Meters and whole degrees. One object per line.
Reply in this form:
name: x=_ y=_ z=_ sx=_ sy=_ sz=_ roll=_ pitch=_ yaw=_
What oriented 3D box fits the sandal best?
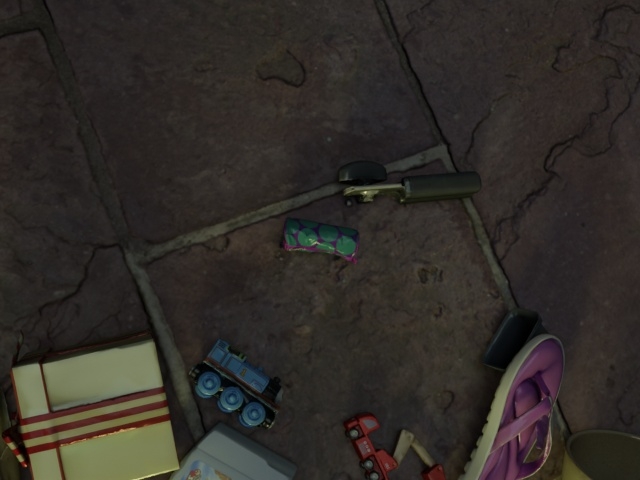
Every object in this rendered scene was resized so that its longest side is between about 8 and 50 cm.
sandal: x=0.375 y=0.378 z=1.565 sx=0.169 sy=0.102 sz=0.416 roll=29 pitch=85 yaw=-42

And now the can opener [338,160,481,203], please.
can opener: x=0.177 y=-0.125 z=1.683 sx=0.283 sy=0.076 sz=0.095 roll=-6 pitch=80 yaw=-12

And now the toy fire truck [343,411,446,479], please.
toy fire truck: x=0.140 y=0.400 z=1.582 sx=0.135 sy=0.047 sz=0.192 roll=-24 pitch=83 yaw=-14

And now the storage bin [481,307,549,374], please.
storage bin: x=0.391 y=0.215 z=1.649 sx=0.091 sy=0.098 sz=0.135 roll=44 pitch=72 yaw=-28

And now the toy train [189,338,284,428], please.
toy train: x=-0.149 y=0.266 z=1.544 sx=0.184 sy=0.080 sz=0.105 roll=34 pitch=69 yaw=-1

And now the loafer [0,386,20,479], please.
loafer: x=-0.572 y=0.359 z=1.455 sx=0.094 sy=0.087 sz=0.251 roll=-18 pitch=69 yaw=13

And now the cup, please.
cup: x=0.576 y=0.527 z=1.520 sx=0.331 sy=0.331 sz=0.237 roll=12 pitch=103 yaw=-7

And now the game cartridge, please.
game cartridge: x=-0.194 y=0.489 z=1.503 sx=0.198 sy=0.062 sz=0.297 roll=31 pitch=75 yaw=-7

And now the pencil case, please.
pencil case: x=0.000 y=0.000 z=1.631 sx=0.151 sy=0.064 sz=0.070 roll=9 pitch=61 yaw=-8

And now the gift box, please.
gift box: x=-0.394 y=0.268 z=1.414 sx=0.258 sy=0.255 sz=0.276 roll=-13 pitch=87 yaw=-14
